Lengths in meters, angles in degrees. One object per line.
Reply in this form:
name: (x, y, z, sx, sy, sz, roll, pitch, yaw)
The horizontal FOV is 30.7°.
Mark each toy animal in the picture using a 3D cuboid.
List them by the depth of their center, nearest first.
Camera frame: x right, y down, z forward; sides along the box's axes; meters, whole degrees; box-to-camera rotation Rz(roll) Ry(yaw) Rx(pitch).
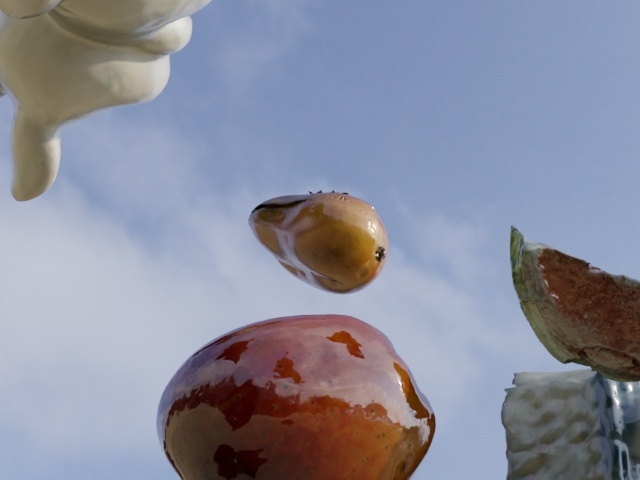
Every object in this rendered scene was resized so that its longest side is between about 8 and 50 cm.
toy animal: (-0.265, -0.211, 1.179, 0.196, 0.241, 0.367, 52, -48, 8)

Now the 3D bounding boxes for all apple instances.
apple: (-0.012, 0.121, 0.741, 0.158, 0.156, 0.147, -32, -18, -4)

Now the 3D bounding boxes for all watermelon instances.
watermelon: (0.203, 0.059, 0.762, 0.187, 0.071, 0.139, 27, -8, -25)

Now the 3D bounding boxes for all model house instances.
model house: (0.319, 0.230, 0.938, 0.284, 0.243, 0.298, -17, -43, 20)

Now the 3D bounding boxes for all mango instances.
mango: (0.003, -0.002, 1.113, 0.159, 0.084, 0.105, 22, -30, 54)
